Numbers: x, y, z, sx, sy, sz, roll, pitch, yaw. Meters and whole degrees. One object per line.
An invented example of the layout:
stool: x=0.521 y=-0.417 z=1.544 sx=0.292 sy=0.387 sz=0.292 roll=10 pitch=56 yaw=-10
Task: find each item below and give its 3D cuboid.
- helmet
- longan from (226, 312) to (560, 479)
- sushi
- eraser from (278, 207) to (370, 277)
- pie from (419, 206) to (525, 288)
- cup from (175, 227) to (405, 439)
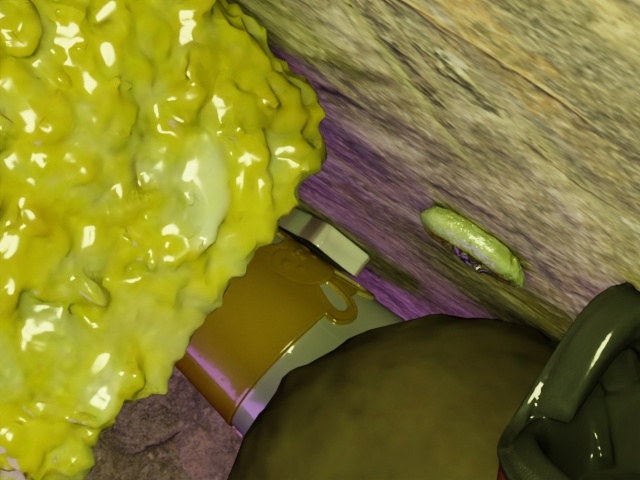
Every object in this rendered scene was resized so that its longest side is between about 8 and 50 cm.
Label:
helmet: x=0.196 y=0.138 z=0.965 sx=0.216 sy=0.193 sz=0.189 roll=-16 pitch=-146 yaw=-38
longan: x=0.110 y=0.246 z=1.373 sx=0.391 sy=0.391 sz=0.391 roll=35 pitch=175 yaw=4
sushi: x=-0.221 y=-0.030 z=1.042 sx=0.240 sy=0.351 sz=0.396 roll=37 pitch=171 yaw=-32
eraser: x=0.000 y=0.000 z=1.711 sx=0.065 sy=0.026 sz=0.105 roll=41 pitch=173 yaw=-26
pie: x=0.100 y=0.006 z=1.181 sx=0.084 sy=0.021 sz=0.084 roll=36 pitch=175 yaw=4
cup: x=-0.046 y=0.072 z=1.711 sx=0.226 sy=0.185 sz=0.241 roll=40 pitch=-154 yaw=3
